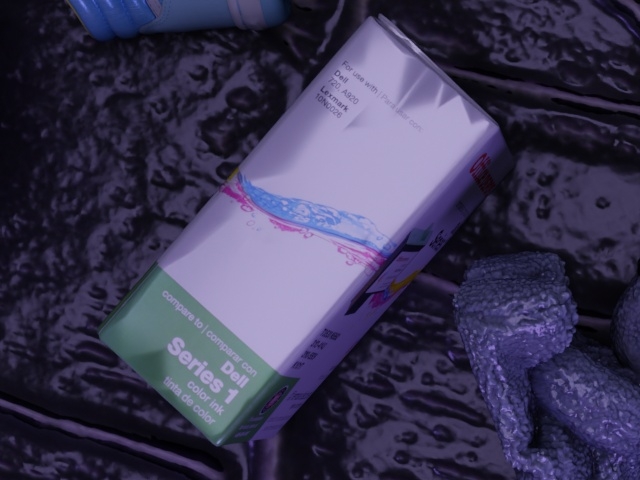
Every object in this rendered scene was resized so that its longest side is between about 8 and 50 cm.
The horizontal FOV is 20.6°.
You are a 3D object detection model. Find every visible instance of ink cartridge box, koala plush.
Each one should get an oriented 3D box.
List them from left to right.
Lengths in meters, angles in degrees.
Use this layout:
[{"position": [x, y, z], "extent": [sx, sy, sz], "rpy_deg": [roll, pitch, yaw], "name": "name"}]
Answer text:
[{"position": [0.000, 0.000, 1.212], "extent": [0.117, 0.201, 0.278], "rpy_deg": [42, 93, 10], "name": "ink cartridge box"}, {"position": [0.224, 0.084, 1.184], "extent": [0.221, 0.196, 0.203], "rpy_deg": [-20, 94, 7], "name": "koala plush"}]

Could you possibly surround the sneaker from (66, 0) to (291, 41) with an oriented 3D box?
[{"position": [-0.148, -0.297, 1.303], "extent": [0.208, 0.127, 0.319], "rpy_deg": [-11, 83, 8], "name": "sneaker"}]
